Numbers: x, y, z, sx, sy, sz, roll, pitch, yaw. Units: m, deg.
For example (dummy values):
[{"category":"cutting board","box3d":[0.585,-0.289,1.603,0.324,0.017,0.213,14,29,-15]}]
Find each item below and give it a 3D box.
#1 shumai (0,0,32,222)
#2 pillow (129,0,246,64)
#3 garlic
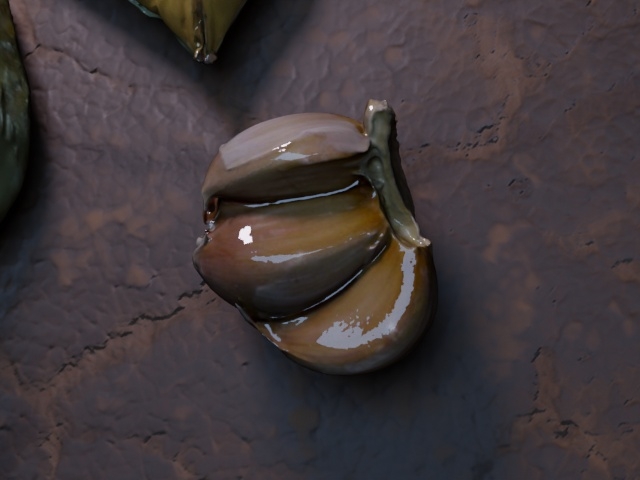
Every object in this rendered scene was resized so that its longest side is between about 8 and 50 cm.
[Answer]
[{"category":"shumai","box3d":[-0.435,-0.155,1.582,0.324,0.323,0.397,-24,74,3]},{"category":"pillow","box3d":[-0.127,-0.350,1.691,0.310,0.119,0.312,35,84,19]},{"category":"garlic","box3d":[0.000,0.000,1.564,0.191,0.160,0.214,-20,97,9]}]
